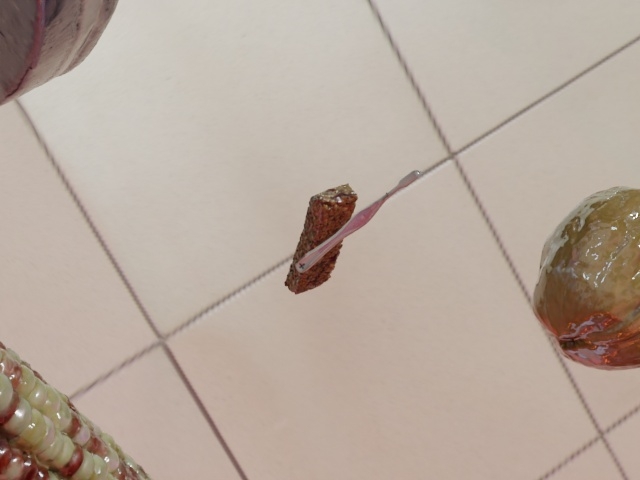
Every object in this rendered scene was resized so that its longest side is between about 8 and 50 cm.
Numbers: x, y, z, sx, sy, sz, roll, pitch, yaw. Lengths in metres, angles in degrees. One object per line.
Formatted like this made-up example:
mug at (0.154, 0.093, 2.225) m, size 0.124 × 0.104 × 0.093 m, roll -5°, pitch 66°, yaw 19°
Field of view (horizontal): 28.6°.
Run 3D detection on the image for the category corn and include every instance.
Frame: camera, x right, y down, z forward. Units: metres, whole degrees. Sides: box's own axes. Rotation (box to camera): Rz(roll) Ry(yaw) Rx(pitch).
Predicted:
corn at (-0.124, 0.094, 0.524) m, size 0.079 × 0.079 × 0.237 m, roll -51°, pitch 127°, yaw -10°

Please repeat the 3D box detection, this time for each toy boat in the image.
toy boat at (-0.181, -0.136, 0.739) m, size 0.096 × 0.299 × 0.062 m, roll 45°, pitch 68°, yaw -6°

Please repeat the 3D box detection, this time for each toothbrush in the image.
toothbrush at (0.042, -0.022, 1.488) m, size 0.204 × 0.022 × 0.017 m, roll -39°, pitch 74°, yaw 25°

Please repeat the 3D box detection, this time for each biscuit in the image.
biscuit at (0.000, 0.000, 1.720) m, size 0.064 × 0.199 × 0.034 m, roll -18°, pitch 57°, yaw -28°

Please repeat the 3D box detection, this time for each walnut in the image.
walnut at (0.264, 0.036, 1.101) m, size 0.167 × 0.149 × 0.166 m, roll -1°, pitch 92°, yaw -29°
